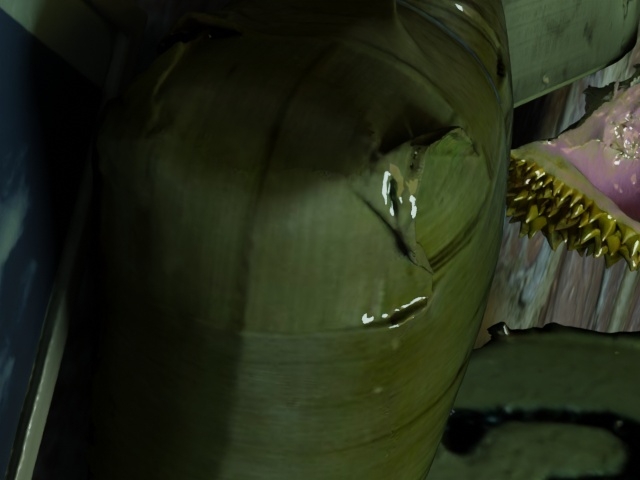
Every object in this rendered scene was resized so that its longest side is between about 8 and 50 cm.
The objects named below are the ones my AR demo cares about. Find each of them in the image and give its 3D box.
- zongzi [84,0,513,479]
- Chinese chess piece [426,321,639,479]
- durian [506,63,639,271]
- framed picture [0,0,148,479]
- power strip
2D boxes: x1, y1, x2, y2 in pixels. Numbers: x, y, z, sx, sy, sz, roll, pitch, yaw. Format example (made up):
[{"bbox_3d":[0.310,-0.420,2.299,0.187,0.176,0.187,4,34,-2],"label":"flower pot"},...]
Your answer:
[{"bbox_3d":[0.000,0.000,0.842,0.360,0.160,0.323,-69,174,-55],"label":"zongzi"},{"bbox_3d":[0.155,0.196,1.007,0.349,0.349,0.146,-47,147,-47],"label":"Chinese chess piece"},{"bbox_3d":[0.199,-0.056,1.184,0.182,0.165,0.132,-71,164,-51],"label":"durian"},{"bbox_3d":[-0.133,0.018,0.628,0.209,0.019,0.281,35,67,-71],"label":"framed picture"},{"bbox_3d":[0.114,-0.131,1.083,0.387,0.066,0.092,-25,125,-57],"label":"power strip"}]
